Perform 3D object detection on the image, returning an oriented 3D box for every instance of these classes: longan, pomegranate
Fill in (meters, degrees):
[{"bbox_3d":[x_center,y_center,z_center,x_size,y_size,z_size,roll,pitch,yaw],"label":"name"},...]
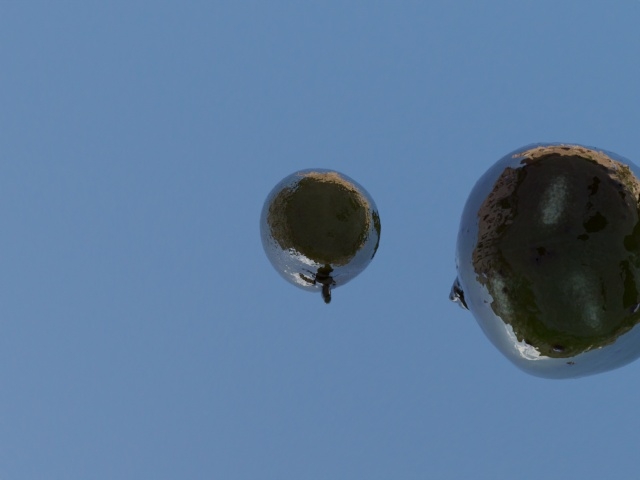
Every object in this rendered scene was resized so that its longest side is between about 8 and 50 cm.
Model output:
[{"bbox_3d":[0.000,0.000,0.856,0.075,0.075,0.083,1,-119,-8],"label":"longan"},{"bbox_3d":[0.216,0.017,1.226,0.198,0.246,0.198,-3,-84,-33],"label":"pomegranate"}]
